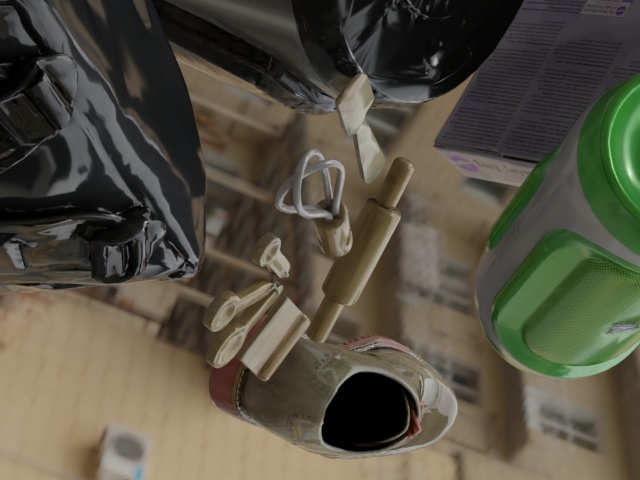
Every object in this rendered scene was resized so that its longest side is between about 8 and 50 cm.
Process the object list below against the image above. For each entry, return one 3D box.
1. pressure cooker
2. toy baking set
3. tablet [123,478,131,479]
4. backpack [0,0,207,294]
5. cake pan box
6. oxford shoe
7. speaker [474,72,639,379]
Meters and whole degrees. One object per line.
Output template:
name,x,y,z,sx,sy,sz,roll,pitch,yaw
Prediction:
pressure cooker,-0.041,-0.332,1.494,0.375,0.420,0.370,-41,139,-36
toy baking set,0.002,0.001,1.185,0.256,0.030,0.197,-61,159,15
tablet,-0.096,0.132,0.662,0.054,0.006,0.083,-31,-154,7
backpack,-0.263,-0.088,0.743,0.290,0.355,0.273,60,16,-59
cake pan box,0.258,-0.158,1.550,0.267,0.070,0.246,13,-114,48
oxford shoe,0.044,0.158,1.492,0.130,0.348,0.123,25,-84,34
speaker,0.182,-0.001,1.034,0.296,0.131,0.131,113,-6,-70
